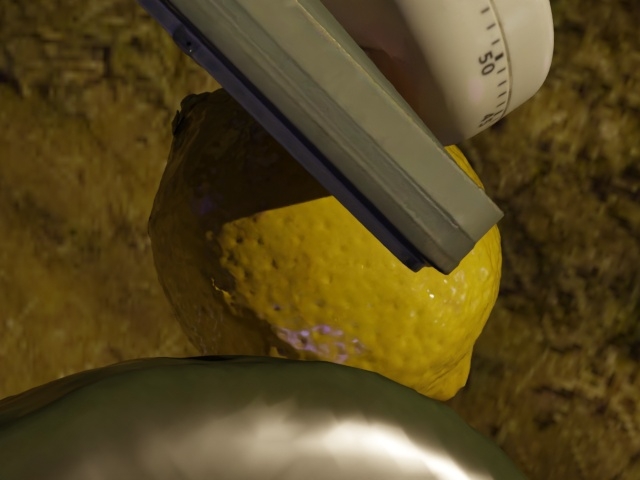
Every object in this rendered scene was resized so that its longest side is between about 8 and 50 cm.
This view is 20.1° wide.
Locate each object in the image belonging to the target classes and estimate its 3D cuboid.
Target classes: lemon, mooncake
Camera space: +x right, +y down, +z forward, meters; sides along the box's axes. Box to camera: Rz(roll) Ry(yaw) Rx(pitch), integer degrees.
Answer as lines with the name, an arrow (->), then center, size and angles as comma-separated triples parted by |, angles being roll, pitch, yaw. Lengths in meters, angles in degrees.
lemon -> 0.000, 0.000, 1.373 | 0.253, 0.253, 0.310 | -37, 83, -30
mooncake -> -0.055, 0.221, 0.764 | 0.356, 0.194, 0.356 | 5, 76, -21

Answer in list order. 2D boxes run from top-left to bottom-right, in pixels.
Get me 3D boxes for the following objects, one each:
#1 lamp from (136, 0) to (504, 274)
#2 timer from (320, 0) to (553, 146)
lamp -> -0.056, -0.124, 0.727 | 0.047, 0.269, 0.266 | -42, 30, 6
timer -> 0.073, -0.188, 1.219 | 0.240, 0.233, 0.233 | -34, 64, -16
